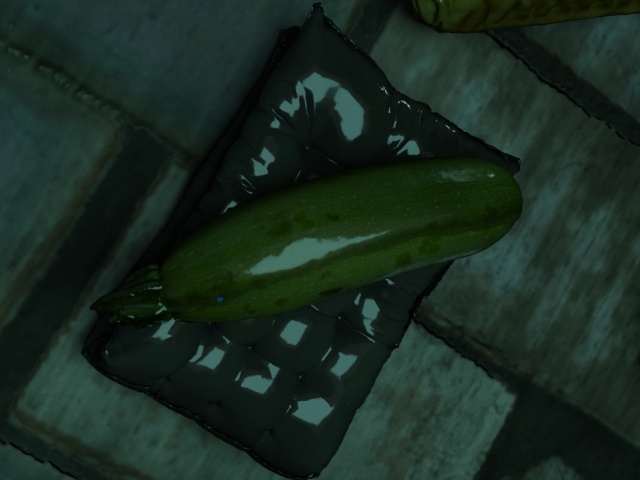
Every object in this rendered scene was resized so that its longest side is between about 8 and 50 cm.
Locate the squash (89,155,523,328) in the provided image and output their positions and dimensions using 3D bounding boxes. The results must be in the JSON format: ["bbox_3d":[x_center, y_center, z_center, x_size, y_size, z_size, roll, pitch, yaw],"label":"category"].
[{"bbox_3d":[0.000,0.000,0.947,0.341,0.094,0.094,-15,105,-18],"label":"squash"}]

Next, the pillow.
[{"bbox_3d":[-0.009,0.011,1.043,0.228,0.101,0.326,34,83,-22],"label":"pillow"}]

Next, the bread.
[{"bbox_3d":[0.239,-0.227,1.119,0.367,0.084,0.077,-9,108,-23],"label":"bread"}]
